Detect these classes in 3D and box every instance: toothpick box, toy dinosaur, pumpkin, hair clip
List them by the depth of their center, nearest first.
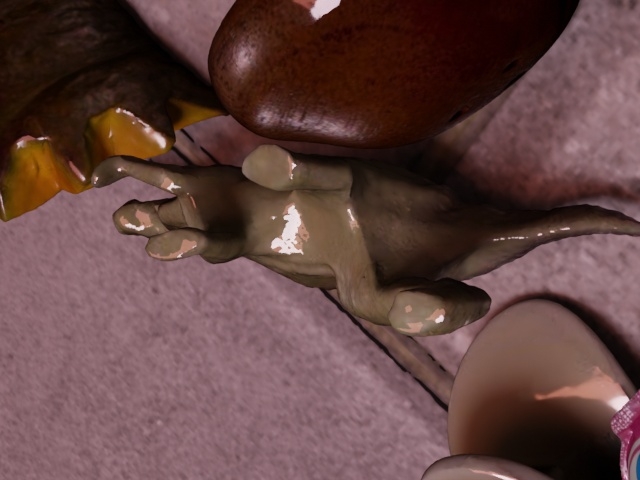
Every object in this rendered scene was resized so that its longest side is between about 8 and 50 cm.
[{"bbox_3d":[-0.010,-0.183,0.647,0.192,0.192,0.294,-40,79,39],"label":"toothpick box"},{"bbox_3d":[0.000,-0.008,0.737,0.294,0.162,0.077,15,97,31],"label":"toy dinosaur"},{"bbox_3d":[0.129,0.179,0.767,0.172,0.113,0.282,-9,111,37],"label":"hair clip"},{"bbox_3d":[-0.197,-0.095,0.841,0.254,0.130,0.149,-6,108,37],"label":"pumpkin"}]

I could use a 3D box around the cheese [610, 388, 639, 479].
[{"bbox_3d":[0.191,0.121,0.659,0.145,0.038,0.095,42,129,9],"label":"cheese"}]
